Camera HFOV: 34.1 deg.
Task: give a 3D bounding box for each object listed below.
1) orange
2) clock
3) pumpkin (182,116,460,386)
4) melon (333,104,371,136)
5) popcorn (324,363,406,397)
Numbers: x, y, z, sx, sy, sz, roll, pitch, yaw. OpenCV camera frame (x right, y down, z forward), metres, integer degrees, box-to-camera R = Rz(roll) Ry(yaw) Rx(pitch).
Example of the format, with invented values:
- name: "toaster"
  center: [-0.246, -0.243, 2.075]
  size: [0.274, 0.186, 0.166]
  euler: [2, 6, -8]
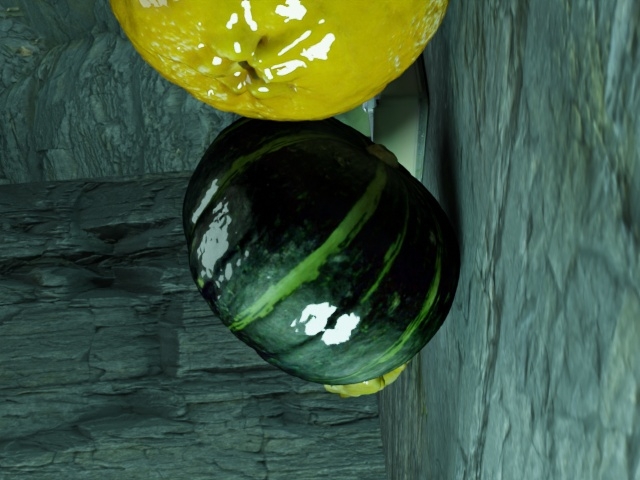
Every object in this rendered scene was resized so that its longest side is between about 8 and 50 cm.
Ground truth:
- name: "orange"
  center: [-0.041, -0.261, 0.967]
  size: [0.340, 0.340, 0.293]
  euler: [86, -163, -63]
- name: "clock"
  center: [0.094, -0.181, 1.375]
  size: [0.192, 0.071, 0.147]
  euler: [86, 179, -58]
- name: "pumpkin"
  center: [0.000, 0.000, 1.114]
  size: [0.323, 0.241, 0.323]
  euler: [40, -163, -15]
- name: "melon"
  center: [-0.002, -0.270, 1.639]
  size: [0.308, 0.271, 0.272]
  euler: [39, -145, -43]
- name: "popcorn"
  center: [0.050, 0.147, 1.767]
  size: [0.265, 0.225, 0.332]
  euler: [-126, 16, -53]
